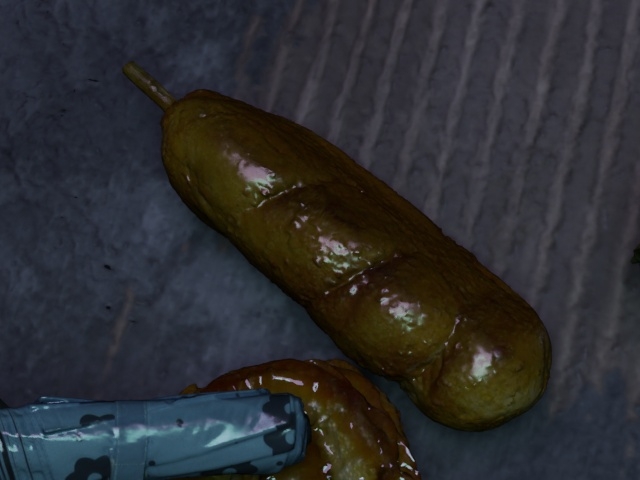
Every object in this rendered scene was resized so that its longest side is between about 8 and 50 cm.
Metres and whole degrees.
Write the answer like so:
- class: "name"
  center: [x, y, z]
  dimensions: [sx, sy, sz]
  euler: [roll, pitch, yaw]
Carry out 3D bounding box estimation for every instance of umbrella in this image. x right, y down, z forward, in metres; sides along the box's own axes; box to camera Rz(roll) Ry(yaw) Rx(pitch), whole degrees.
- class: "umbrella"
  center: [-0.130, 0.110, 1.100]
  dimensions: [0.250, 0.053, 0.052]
  euler: [-2, 115, -10]

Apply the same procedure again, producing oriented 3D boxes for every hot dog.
- class: "hot dog"
  center: [-0.018, 0.194, 1.160]
  dimensions: [0.175, 0.114, 0.259]
  euler: [-13, 71, 0]

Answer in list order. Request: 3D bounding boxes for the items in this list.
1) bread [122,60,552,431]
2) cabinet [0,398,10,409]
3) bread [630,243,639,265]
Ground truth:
- class: "bread"
  center: [0.001, -0.002, 1.232]
  dimensions: [0.344, 0.124, 0.084]
  euler: [39, 110, 15]
- class: "cabinet"
  center: [-0.249, 0.202, 1.162]
  dimensions: [0.145, 0.150, 0.206]
  euler: [-13, 72, 1]
- class: "bread"
  center: [0.316, -0.019, 1.153]
  dimensions: [0.262, 0.204, 0.162]
  euler: [-31, 69, -1]
